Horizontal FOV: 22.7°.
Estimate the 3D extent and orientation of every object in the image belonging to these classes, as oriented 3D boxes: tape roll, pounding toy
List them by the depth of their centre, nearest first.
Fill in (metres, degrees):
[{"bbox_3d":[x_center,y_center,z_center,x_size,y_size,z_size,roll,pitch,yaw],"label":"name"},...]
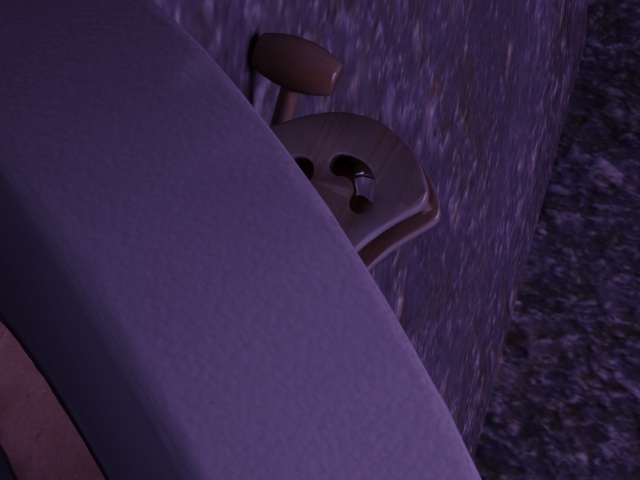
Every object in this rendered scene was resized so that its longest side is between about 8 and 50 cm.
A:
[{"bbox_3d":[-0.051,0.094,0.564,0.072,0.392,0.392,-26,141,-21],"label":"tape roll"},{"bbox_3d":[0.000,0.000,1.084,0.155,0.154,0.269,39,64,-75],"label":"pounding toy"}]
